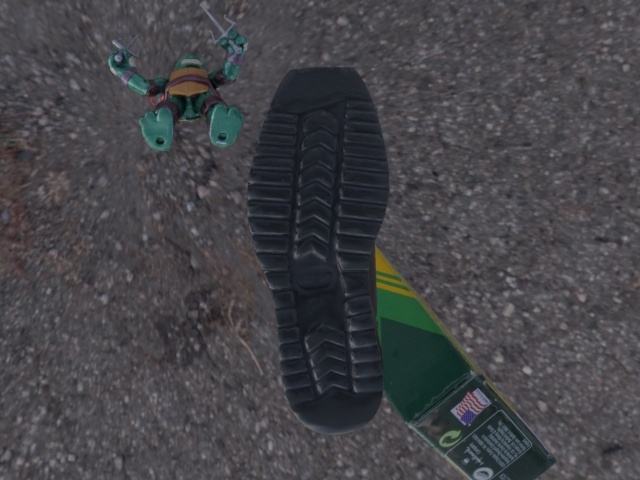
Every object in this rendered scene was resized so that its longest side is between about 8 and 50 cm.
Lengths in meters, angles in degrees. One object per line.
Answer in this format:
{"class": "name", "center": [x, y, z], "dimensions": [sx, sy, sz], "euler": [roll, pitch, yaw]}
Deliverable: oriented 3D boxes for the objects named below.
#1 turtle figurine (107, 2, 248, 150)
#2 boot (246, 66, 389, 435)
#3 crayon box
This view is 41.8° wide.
{"class": "turtle figurine", "center": [-0.164, -0.197, 1.042], "dimensions": [0.175, 0.234, 0.118], "euler": [-19, 130, 3]}
{"class": "boot", "center": [0.000, 0.000, 0.507], "dimensions": [0.077, 0.137, 0.197], "euler": [2, 96, 1]}
{"class": "crayon box", "center": [0.091, 0.103, 0.875], "dimensions": [0.081, 0.318, 0.202], "euler": [-40, 131, 4]}
